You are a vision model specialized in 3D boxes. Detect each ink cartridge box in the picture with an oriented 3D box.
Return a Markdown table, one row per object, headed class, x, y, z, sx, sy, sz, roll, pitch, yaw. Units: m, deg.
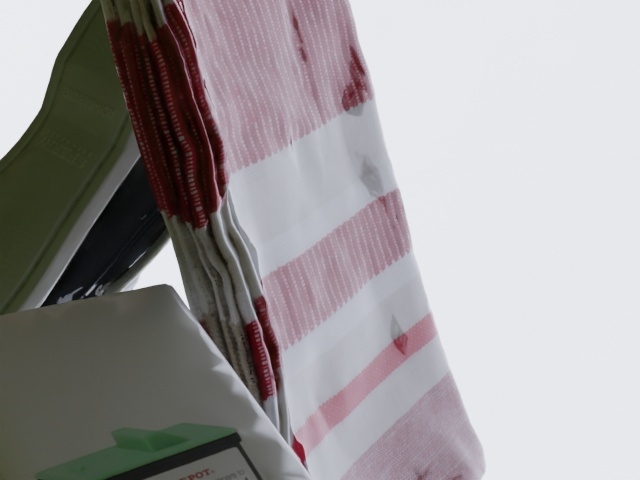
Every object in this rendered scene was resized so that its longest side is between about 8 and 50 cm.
| class | x | y | z | sx | sy | sz | roll | pitch | yaw |
| --- | --- | --- | --- | --- | --- | --- | --- | --- | --- |
| ink cartridge box | -0.060 | 0.181 | 0.634 | 0.278 | 0.117 | 0.201 | 50 | -43 | 39 |

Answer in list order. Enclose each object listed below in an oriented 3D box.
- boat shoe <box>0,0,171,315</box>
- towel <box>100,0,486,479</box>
| class | x | y | z | sx | sy | sz | roll | pitch | yaw |
| --- | --- | --- | --- | --- | --- | --- | --- | --- | --- |
| boat shoe | -0.123 | -0.006 | 0.868 | 0.302 | 0.091 | 0.114 | -50 | -134 | 2 |
| towel | 0.000 | 0.000 | 0.815 | 0.037 | 0.237 | 0.329 | -12 | -80 | 23 |
